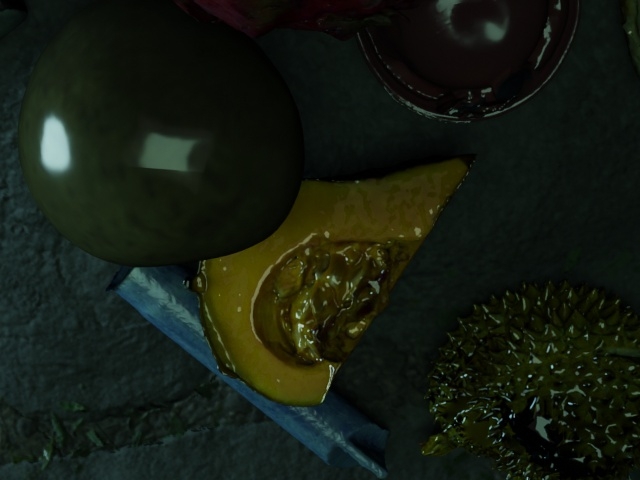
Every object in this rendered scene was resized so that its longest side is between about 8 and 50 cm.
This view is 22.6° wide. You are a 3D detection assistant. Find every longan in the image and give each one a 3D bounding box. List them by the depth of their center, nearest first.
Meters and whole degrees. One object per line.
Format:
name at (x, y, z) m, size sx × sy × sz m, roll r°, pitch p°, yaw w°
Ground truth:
longan at (-0.134, -0.082, 1.301) m, size 0.215 × 0.246 × 0.246 m, roll -26°, pitch 108°, yaw -18°

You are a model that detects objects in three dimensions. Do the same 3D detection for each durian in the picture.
durian at (0.196, 0.148, 1.423) m, size 0.237 × 0.138 × 0.193 m, roll -33°, pitch 106°, yaw 11°

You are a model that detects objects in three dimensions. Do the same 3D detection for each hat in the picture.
hat at (0.121, -0.193, 1.334) m, size 0.205 × 0.089 × 0.205 m, roll 0°, pitch 109°, yaw 0°

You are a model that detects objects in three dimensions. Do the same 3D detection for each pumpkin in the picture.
pumpkin at (0.002, -0.003, 1.402) m, size 0.163 × 0.111 × 0.278 m, roll 34°, pitch 102°, yaw 4°

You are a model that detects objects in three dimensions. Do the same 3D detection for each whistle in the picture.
whistle at (-0.058, 0.116, 1.452) m, size 0.304 × 0.062 × 0.062 m, roll 40°, pitch 104°, yaw -12°

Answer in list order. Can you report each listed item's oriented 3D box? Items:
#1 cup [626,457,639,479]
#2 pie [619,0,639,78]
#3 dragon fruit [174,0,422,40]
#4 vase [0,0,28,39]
cup at (0.314, 0.268, 1.470) m, size 0.095 × 0.129 × 0.128 m, roll -21°, pitch 104°, yaw 0°
pie at (0.384, -0.207, 1.330) m, size 0.308 × 0.085 × 0.308 m, roll 0°, pitch 110°, yaw 0°
dragon fruit at (-0.015, -0.297, 1.176) m, size 0.329 × 0.329 × 0.329 m, roll 0°, pitch 109°, yaw 0°
vase at (-0.345, -0.149, 1.364) m, size 0.211 × 0.060 × 0.060 m, roll -37°, pitch 105°, yaw 12°
